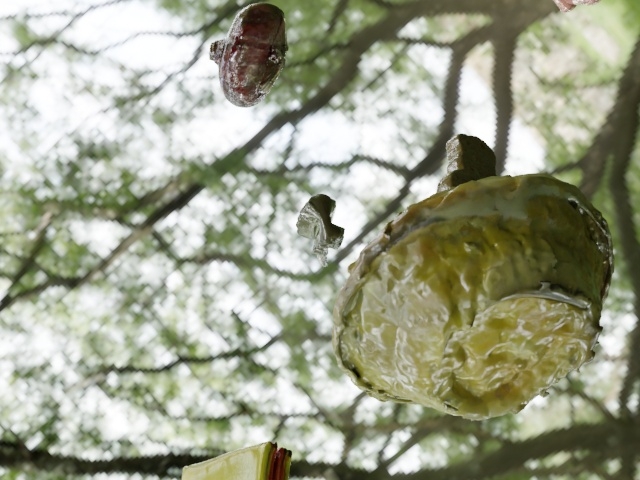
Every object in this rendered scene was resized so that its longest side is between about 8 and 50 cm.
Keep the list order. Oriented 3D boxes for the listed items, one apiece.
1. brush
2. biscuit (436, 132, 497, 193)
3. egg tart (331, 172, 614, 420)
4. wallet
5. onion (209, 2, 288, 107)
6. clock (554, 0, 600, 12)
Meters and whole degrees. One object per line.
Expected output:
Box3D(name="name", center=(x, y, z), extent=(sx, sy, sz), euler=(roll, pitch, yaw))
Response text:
Box3D(name="brush", center=(0.000, 0.000, 2.213), extent=(0.301, 0.071, 0.084), euler=(95, 154, -76))
Box3D(name="biscuit", center=(0.225, -0.035, 1.802), extent=(0.183, 0.047, 0.320), euler=(28, -146, -35))
Box3D(name="egg tart", center=(0.179, 0.085, 1.436), extent=(0.345, 0.345, 0.132), euler=(31, -157, -41))
Box3D(name="wallet", center=(-0.133, 0.391, 1.993), extent=(0.067, 0.241, 0.141), euler=(23, -120, -31))
Box3D(name="onion", center=(-0.144, -0.351, 2.536), extent=(0.151, 0.206, 0.098), euler=(10, -164, 4))
Box3D(name="clock", center=(0.368, -0.381, 1.724), extent=(0.093, 0.162, 0.166), euler=(52, 178, -7))
